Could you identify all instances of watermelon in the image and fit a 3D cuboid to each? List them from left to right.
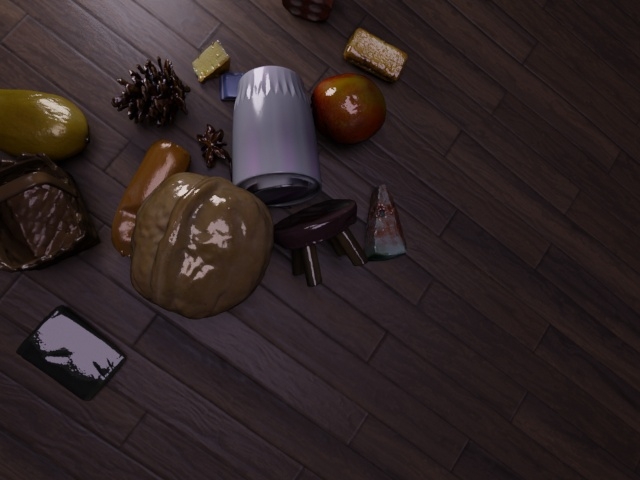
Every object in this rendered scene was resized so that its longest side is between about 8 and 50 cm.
[{"bbox_3d":[0.213,-0.059,1.402,0.153,0.094,0.242,-4,83,-18],"label":"watermelon"}]

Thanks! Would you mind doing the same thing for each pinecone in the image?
[{"bbox_3d":[-0.493,-0.420,1.253,0.212,0.169,0.186,-31,48,2],"label":"pinecone"}]

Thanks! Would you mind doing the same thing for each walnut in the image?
[{"bbox_3d":[-0.304,0.014,1.106,0.380,0.381,0.382,1,85,-10],"label":"walnut"}]

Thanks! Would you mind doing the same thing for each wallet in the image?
[{"bbox_3d":[-0.694,0.319,1.211,0.245,0.052,0.169,43,79,-9],"label":"wallet"}]

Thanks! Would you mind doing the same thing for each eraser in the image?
[{"bbox_3d":[-0.209,-0.489,1.379,0.224,0.036,0.082,-2,85,-11],"label":"eraser"}]

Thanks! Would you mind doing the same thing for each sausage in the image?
[{"bbox_3d":[-0.499,-0.118,1.254,0.134,0.116,0.354,28,83,-21],"label":"sausage"}]

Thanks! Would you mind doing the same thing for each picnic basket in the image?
[{"bbox_3d":[-0.754,-0.076,1.102,0.254,0.321,0.292,-27,88,-8],"label":"picnic basket"}]

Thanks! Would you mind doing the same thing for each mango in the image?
[{"bbox_3d":[-0.816,-0.319,1.205,0.331,0.142,0.196,6,79,-2],"label":"mango"}]

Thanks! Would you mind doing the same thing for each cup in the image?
[{"bbox_3d":[-0.132,-0.291,1.262,0.253,0.253,0.372,-2,74,-11],"label":"cup"}]

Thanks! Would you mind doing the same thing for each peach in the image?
[{"bbox_3d":[0.085,-0.408,1.337,0.230,0.231,0.231,1,85,-10],"label":"peach"}]

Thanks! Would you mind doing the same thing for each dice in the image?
[{"bbox_3d":[-0.022,-0.826,1.375,0.173,0.175,0.180,14,82,-10],"label":"dice"}]

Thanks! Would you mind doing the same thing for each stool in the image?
[{"bbox_3d":[0.000,0.000,1.275,0.271,0.272,0.179,-23,105,-12],"label":"stool"}]

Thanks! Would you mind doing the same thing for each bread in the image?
[{"bbox_3d":[-0.347,-0.558,1.338,0.109,0.080,0.084,-30,88,-14],"label":"bread"},{"bbox_3d":[0.185,-0.614,1.441,0.210,0.083,0.114,26,86,-7],"label":"bread"}]

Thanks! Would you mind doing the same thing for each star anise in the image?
[{"bbox_3d":[-0.315,-0.265,1.328,0.097,0.070,0.191,-18,90,16],"label":"star anise"}]

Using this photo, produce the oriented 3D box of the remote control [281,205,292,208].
[{"bbox_3d":[-0.188,-0.139,1.354,0.211,0.028,0.059,5,80,-11],"label":"remote control"}]
